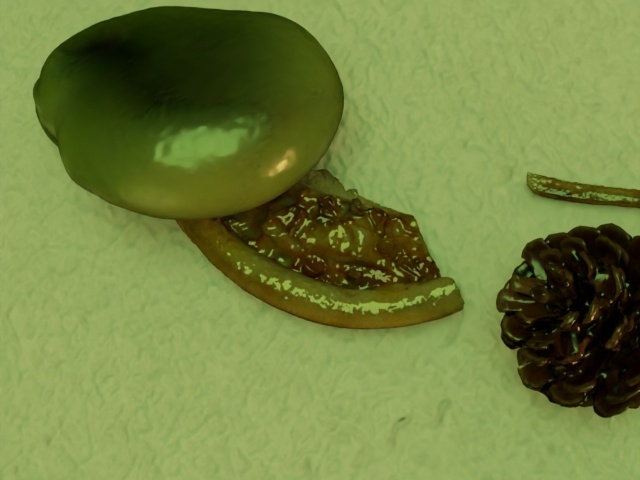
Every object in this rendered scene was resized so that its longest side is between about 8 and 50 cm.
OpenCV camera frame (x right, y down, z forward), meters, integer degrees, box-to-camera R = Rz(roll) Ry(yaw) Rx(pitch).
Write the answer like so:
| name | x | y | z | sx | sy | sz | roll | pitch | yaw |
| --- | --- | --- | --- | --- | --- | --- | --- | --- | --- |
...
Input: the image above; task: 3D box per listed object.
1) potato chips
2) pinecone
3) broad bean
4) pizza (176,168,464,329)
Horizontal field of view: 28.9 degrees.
| name | x | y | z | sx | sy | sz | roll | pitch | yaw |
| --- | --- | --- | --- | --- | --- | --- | --- | --- | --- |
| potato chips | 0.285 | -0.042 | 1.095 | 0.204 | 0.026 | 0.037 | 2 | 72 | 8 |
| pinecone | 0.218 | 0.060 | 1.003 | 0.174 | 0.173 | 0.173 | -2 | 75 | 6 |
| broad bean | -0.123 | -0.119 | 1.096 | 0.291 | 0.119 | 0.238 | 9 | 50 | 19 |
| pizza | 0.001 | 0.007 | 1.100 | 0.271 | 0.056 | 0.134 | 28 | 82 | 13 |
